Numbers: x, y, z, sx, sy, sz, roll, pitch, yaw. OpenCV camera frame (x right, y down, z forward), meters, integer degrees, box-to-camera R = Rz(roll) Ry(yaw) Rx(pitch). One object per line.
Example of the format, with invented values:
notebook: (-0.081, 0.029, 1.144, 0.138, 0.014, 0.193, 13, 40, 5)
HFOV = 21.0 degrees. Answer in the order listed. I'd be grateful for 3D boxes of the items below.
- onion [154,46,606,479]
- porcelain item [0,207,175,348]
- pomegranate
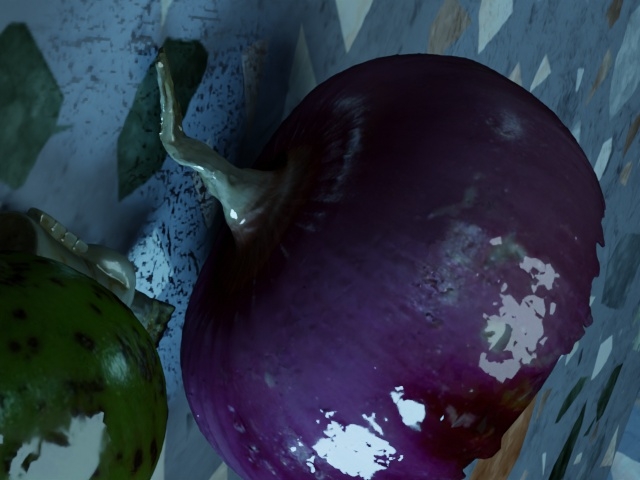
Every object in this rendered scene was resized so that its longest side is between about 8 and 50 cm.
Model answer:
onion: (0.025, 0.023, 1.287, 0.358, 0.345, 0.358, 23, 90, -84)
porcelain item: (-0.162, 0.034, 1.146, 0.084, 0.054, 0.213, -64, 157, -1)
pomegranate: (-0.193, 0.070, 0.935, 0.211, 0.211, 0.263, -30, 117, -57)
